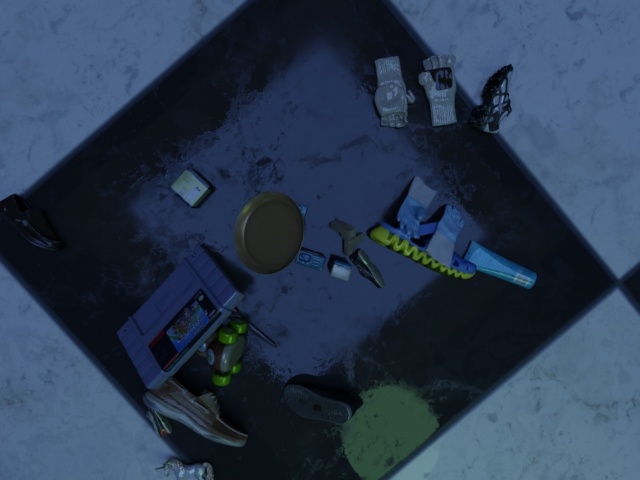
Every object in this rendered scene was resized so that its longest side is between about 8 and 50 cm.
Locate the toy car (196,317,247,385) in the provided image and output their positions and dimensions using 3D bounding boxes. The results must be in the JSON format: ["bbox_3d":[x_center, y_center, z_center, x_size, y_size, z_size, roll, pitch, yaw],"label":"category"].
[{"bbox_3d":[-0.319,0.296,1.355,0.189,0.149,0.154,12,102,10],"label":"toy car"}]

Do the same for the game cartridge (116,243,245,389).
[{"bbox_3d":[-0.392,0.207,1.323,0.355,0.068,0.230,-47,52,1],"label":"game cartridge"}]

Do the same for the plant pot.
[{"bbox_3d":[-0.140,-0.020,1.343,0.237,0.032,0.236,-5,80,28],"label":"plant pot"}]

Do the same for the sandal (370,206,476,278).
[{"bbox_3d":[0.308,0.005,1.361,0.318,0.126,0.138,28,86,-4],"label":"sandal"}]

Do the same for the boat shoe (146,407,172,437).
[{"bbox_3d":[-0.484,0.513,1.402,0.043,0.049,0.136,-26,98,2],"label":"boat shoe"}]

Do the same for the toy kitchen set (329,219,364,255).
[{"bbox_3d":[0.077,-0.014,1.399,0.075,0.068,0.083,26,130,36],"label":"toy kitchen set"}]

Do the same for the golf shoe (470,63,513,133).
[{"bbox_3d":[0.510,-0.402,1.374,0.094,0.077,0.198,24,97,-17],"label":"golf shoe"}]

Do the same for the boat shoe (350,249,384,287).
[{"bbox_3d":[0.139,0.088,1.398,0.042,0.049,0.133,-33,101,28],"label":"boat shoe"}]

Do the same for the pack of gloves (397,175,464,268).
[{"bbox_3d":[0.317,-0.065,1.322,0.195,0.046,0.232,36,50,-6],"label":"pack of gloves"}]

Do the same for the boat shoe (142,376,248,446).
[{"bbox_3d":[-0.339,0.483,1.368,0.324,0.123,0.116,34,67,-13],"label":"boat shoe"}]

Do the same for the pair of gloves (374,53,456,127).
[{"bbox_3d":[0.274,-0.429,1.374,0.240,0.042,0.204,-2,93,-1],"label":"pair of gloves"}]

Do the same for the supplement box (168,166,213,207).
[{"bbox_3d":[-0.367,-0.149,1.363,0.083,0.056,0.083,43,91,-3],"label":"supplement box"}]

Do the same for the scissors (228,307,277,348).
[{"bbox_3d":[-0.256,0.229,1.408,0.109,0.021,0.297,-37,95,0],"label":"scissors"}]

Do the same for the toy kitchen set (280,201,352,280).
[{"bbox_3d":[0.000,0.000,1.348,0.207,0.122,0.165,17,92,-3],"label":"toy kitchen set"}]

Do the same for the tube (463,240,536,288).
[{"bbox_3d":[0.525,0.078,1.407,0.207,0.052,0.080,24,87,3],"label":"tube"}]

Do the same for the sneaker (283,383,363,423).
[{"bbox_3d":[0.008,0.470,1.402,0.222,0.118,0.083,12,94,27],"label":"sneaker"}]

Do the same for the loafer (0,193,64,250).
[{"bbox_3d":[-0.809,-0.052,1.344,0.220,0.080,0.078,38,92,-3],"label":"loafer"}]

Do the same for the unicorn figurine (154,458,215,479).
[{"bbox_3d":[-0.395,0.690,1.413,0.162,0.060,0.111,-10,93,-17],"label":"unicorn figurine"}]
